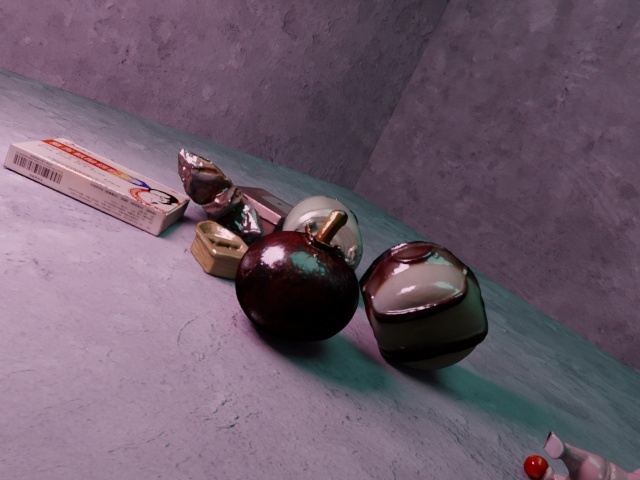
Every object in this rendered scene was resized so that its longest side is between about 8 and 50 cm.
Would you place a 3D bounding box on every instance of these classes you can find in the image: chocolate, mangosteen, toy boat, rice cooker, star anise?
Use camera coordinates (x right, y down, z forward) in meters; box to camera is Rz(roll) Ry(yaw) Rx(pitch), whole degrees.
[{"bbox_3d":[0.216,0.160,1.052,0.284,0.283,0.186,26,32,-3],"label":"chocolate"},{"bbox_3d":[-0.027,0.057,0.905,0.236,0.261,0.235,27,12,-6],"label":"mangosteen"},{"bbox_3d":[-0.229,0.019,1.097,0.116,0.061,0.188,15,18,-36],"label":"toy boat"},{"bbox_3d":[0.000,0.000,1.294,0.226,0.226,0.244,24,15,-12],"label":"rice cooker"},{"bbox_3d":[-0.262,-0.104,1.290,0.332,0.117,0.331,43,-4,4],"label":"star anise"}]

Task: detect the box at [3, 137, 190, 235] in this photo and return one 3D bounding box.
[{"bbox_3d":[-0.505,-0.133,1.148,0.353,0.069,0.214,27,13,-7],"label":"box"}]

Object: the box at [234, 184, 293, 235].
[{"bbox_3d":[-0.175,-0.088,1.546,0.215,0.086,0.215,31,14,19],"label":"box"}]

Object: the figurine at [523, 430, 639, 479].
[{"bbox_3d":[0.483,0.406,0.771,0.288,0.176,0.186,23,16,23],"label":"figurine"}]
